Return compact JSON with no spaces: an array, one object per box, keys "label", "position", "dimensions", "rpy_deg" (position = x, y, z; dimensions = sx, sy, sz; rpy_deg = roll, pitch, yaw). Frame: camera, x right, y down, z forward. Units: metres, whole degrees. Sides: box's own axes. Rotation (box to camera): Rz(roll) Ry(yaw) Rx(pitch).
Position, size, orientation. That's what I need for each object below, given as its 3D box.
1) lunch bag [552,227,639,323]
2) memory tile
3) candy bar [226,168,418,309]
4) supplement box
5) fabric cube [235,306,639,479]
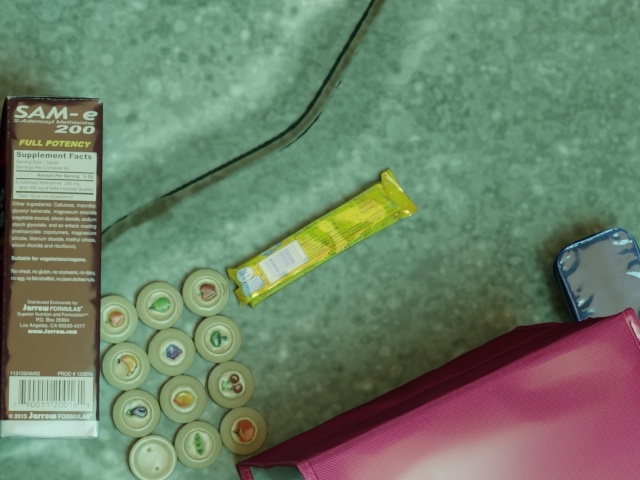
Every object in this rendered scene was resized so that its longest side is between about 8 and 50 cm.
[{"label":"lunch bag","position":[0.226,0.044,1.530],"dimensions":[0.067,0.065,0.098],"rpy_deg":[-20,83,2]},{"label":"memory tile","position":[-0.108,0.103,1.482],"dimensions":[0.113,0.012,0.148],"rpy_deg":[-15,89,-13]},{"label":"candy bar","position":[0.000,0.000,1.511],"dimensions":[0.161,0.018,0.040],"rpy_deg":[-31,88,-12]},{"label":"supplement box","position":[-0.198,0.023,1.410],"dimensions":[0.073,0.130,0.240],"rpy_deg":[2,84,-11]},{"label":"fabric cube","position":[0.123,0.219,1.395],"dimensions":[0.258,0.259,0.254],"rpy_deg":[-24,89,-13]}]
